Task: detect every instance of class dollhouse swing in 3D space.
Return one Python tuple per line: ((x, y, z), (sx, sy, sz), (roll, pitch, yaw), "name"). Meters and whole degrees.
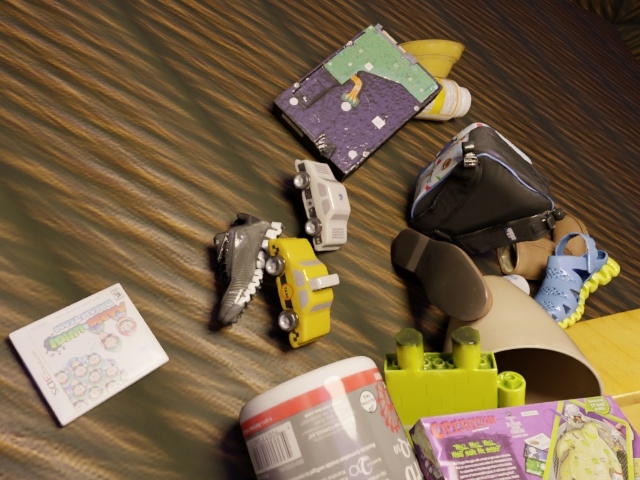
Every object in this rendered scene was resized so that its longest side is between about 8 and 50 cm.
((0.658, 0.355, 0.936), (0.315, 0.347, 0.305), (-90, 164, -72), "dollhouse swing")

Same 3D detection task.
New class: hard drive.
((0.089, -0.327, 1.096), (0.237, 0.064, 0.339), (45, 75, 3), "hard drive")

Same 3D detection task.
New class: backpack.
((0.336, -0.106, 1.050), (0.276, 0.263, 0.213), (35, 43, -15), "backpack")

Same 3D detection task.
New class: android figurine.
((0.192, 0.260, 0.753), (0.248, 0.273, 0.056), (-3, 26, 11), "android figurine")

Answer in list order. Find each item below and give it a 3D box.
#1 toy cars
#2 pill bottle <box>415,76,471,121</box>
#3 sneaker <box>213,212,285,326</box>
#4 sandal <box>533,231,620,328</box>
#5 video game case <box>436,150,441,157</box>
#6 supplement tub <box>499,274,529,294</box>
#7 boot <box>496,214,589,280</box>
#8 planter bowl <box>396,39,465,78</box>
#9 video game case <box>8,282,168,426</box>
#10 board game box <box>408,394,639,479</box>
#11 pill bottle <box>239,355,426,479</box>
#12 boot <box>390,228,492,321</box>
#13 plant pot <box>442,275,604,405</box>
((0.000, 0.000, 0.859), (0.176, 0.087, 0.393), (47, 39, -34), "toy cars")
((0.315, -0.394, 1.315), (0.208, 0.117, 0.117), (-3, 63, -31), "pill bottle")
((-0.144, 0.038, 0.806), (0.106, 0.078, 0.234), (27, 47, -9), "sneaker")
((0.560, 0.091, 1.098), (0.317, 0.126, 0.138), (-36, 102, -29), "sandal")
((0.424, -0.155, 1.287), (0.201, 0.023, 0.183), (2, 60, -30), "video game case")
((0.414, 0.118, 1.076), (0.107, 0.071, 0.071), (-8, 65, -33), "supplement tub")
((0.582, 0.006, 1.234), (0.269, 0.089, 0.236), (14, 54, -20), "boot")
((0.303, -0.502, 1.365), (0.217, 0.217, 0.090), (-4, 99, -32), "planter bowl")
((-0.320, 0.153, 0.665), (0.157, 0.019, 0.143), (-30, 78, -39), "video game case")
((0.308, 0.319, 0.617), (0.347, 0.056, 0.208), (2, 48, -20), "board game box")
((0.045, 0.357, 0.617), (0.210, 0.210, 0.363), (-9, 66, -34), "pill bottle")
((0.254, 0.065, 0.916), (0.115, 0.112, 0.305), (23, 13, -23), "boot")
((0.342, 0.196, 0.889), (0.256, 0.256, 0.274), (29, 31, -11), "plant pot")
